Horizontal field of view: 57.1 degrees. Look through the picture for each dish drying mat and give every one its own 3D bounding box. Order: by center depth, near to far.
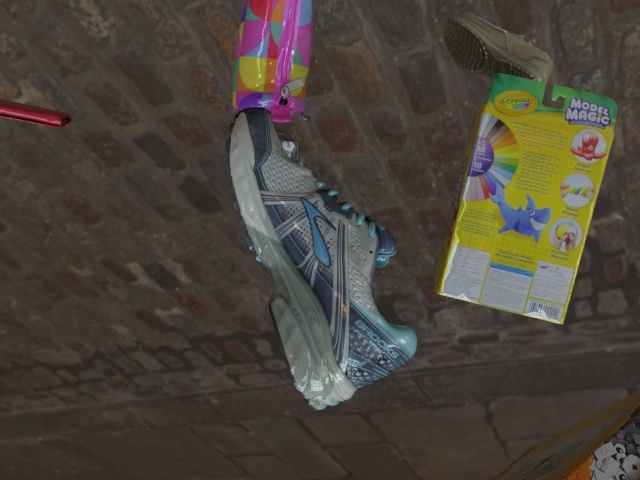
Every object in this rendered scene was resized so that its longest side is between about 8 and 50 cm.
[{"bbox_3d":[-0.183,-0.074,0.322,0.083,0.032,0.008,9,106,-15],"label":"dish drying mat"}]

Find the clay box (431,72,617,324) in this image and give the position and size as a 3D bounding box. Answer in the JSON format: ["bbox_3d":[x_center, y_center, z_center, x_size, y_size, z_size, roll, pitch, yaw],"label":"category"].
[{"bbox_3d":[0.200,-0.041,0.585,0.127,0.222,0.053,14,-177,2],"label":"clay box"}]

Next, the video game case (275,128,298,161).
[{"bbox_3d":[-0.083,-0.090,1.074,0.041,0.232,0.210,5,105,-10],"label":"video game case"}]

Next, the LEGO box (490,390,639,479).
[{"bbox_3d":[0.284,0.391,0.717,0.372,0.193,0.500,-30,156,-18],"label":"LEGO box"}]

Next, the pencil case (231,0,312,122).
[{"bbox_3d":[-0.051,-0.262,0.712,0.104,0.104,0.237,5,99,3],"label":"pencil case"}]

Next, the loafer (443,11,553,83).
[{"bbox_3d":[0.372,-0.395,1.235,0.268,0.092,0.102,46,155,22],"label":"loafer"}]

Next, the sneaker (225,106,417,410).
[{"bbox_3d":[0.000,0.000,0.542,0.122,0.283,0.110,-20,168,0],"label":"sneaker"}]
